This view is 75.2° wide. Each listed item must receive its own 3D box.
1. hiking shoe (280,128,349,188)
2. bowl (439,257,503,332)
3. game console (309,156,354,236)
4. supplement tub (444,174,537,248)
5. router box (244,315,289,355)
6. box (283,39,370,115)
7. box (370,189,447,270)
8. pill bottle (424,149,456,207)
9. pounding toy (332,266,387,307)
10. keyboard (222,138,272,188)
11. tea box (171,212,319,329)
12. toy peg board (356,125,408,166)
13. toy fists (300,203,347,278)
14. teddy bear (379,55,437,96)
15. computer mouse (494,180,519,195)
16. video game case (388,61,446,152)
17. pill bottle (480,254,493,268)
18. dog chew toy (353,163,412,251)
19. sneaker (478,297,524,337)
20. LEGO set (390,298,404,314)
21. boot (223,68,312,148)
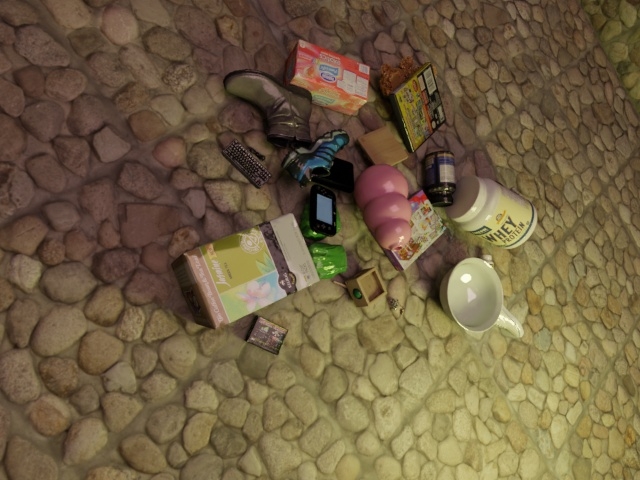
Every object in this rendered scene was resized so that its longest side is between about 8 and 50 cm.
[{"bbox_3d":[0.003,-0.288,1.475,0.304,0.113,0.132,-34,86,-29],"label":"hiking shoe"},{"bbox_3d":[0.593,0.223,1.710,0.297,0.134,0.299,4,80,-25],"label":"bowl"},{"bbox_3d":[0.024,-0.169,1.493,0.212,0.044,0.362,14,55,-19],"label":"game console"},{"bbox_3d":[0.721,-0.123,1.769,0.324,0.235,0.236,22,73,-20],"label":"supplement tub"},{"bbox_3d":[-0.179,0.316,1.386,0.122,0.038,0.092,30,71,-18],"label":"router box"},{"bbox_3d":[0.022,-0.605,1.570,0.299,0.142,0.154,10,77,-23],"label":"box"},{"bbox_3d":[0.362,-0.044,1.686,0.293,0.057,0.201,-39,99,-25],"label":"box"},{"bbox_3d":[0.506,-0.257,1.752,0.122,0.122,0.220,4,80,-24],"label":"pill bottle"},{"bbox_3d":[0.146,0.173,1.541,0.141,0.100,0.130,-27,94,-37],"label":"pounding toy"},{"bbox_3d":[-0.247,-0.279,1.459,0.180,0.023,0.108,45,66,-13],"label":"keyboard"},{"bbox_3d":[-0.236,0.094,1.233,0.323,0.329,0.220,-24,93,-27],"label":"tea box"},{"bbox_3d":[0.238,-0.354,1.680,0.161,0.079,0.161,-28,78,-27],"label":"toy peg board"},{"bbox_3d":[0.000,0.000,1.492,0.142,0.096,0.280,-3,81,-35],"label":"toy fists"},{"bbox_3d":[0.379,-0.665,1.775,0.337,0.113,0.245,-33,114,-26],"label":"teddy bear"},{"bbox_3d":[0.882,-0.224,1.968,0.241,0.041,0.071,17,74,-22],"label":"computer mouse"},{"bbox_3d":[0.412,-0.551,1.733,0.248,0.035,0.275,-45,127,-20],"label":"video game case"},{"bbox_3d":[0.727,0.125,1.826,0.065,0.065,0.117,8,78,-24],"label":"pill bottle"},{"bbox_3d":[0.240,-0.114,1.526,0.206,0.207,0.332,3,59,-25],"label":"dog chew toy"},{"bbox_3d":[0.775,0.337,1.811,0.091,0.094,0.258,-43,93,-12],"label":"sneaker"},{"bbox_3d":[0.303,0.256,1.629,0.083,0.023,0.054,22,73,-20],"label":"LEGO set"},{"bbox_3d":[-0.176,-0.450,1.454,0.337,0.118,0.223,7,73,-21],"label":"boot"}]
